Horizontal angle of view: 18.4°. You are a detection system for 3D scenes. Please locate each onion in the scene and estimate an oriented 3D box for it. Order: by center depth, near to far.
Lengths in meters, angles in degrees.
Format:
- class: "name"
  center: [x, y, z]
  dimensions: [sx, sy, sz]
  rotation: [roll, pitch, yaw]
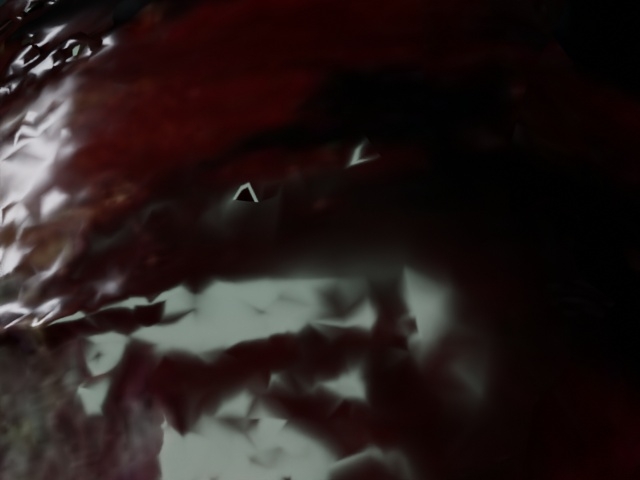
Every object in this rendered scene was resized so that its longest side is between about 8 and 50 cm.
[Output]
- class: "onion"
  center: [0.000, 0.000, 0.517]
  dimensions: [0.314, 0.146, 0.280]
  rotation: [0, 80, 12]
